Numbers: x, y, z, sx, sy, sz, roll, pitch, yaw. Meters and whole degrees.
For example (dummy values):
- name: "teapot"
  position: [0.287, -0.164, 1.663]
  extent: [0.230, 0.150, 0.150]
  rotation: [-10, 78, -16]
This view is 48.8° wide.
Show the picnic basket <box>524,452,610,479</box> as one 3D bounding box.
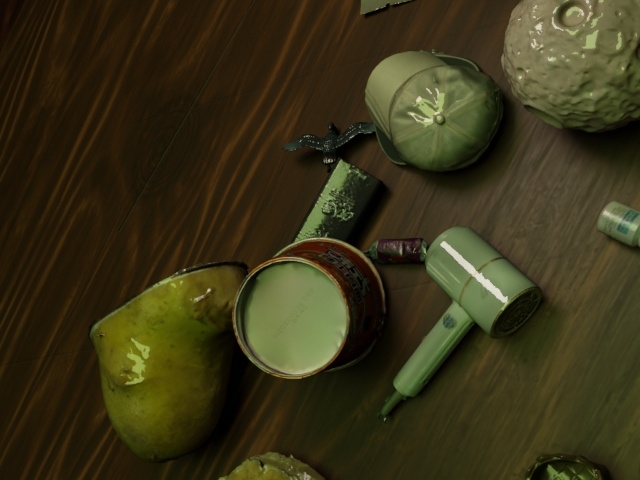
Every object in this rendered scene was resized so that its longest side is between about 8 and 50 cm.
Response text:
- name: "picnic basket"
  position: [0.324, 0.356, 0.941]
  extent: [0.128, 0.179, 0.137]
  rotation: [-5, 74, 33]

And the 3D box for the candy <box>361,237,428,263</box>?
- name: "candy"
  position: [0.144, 0.019, 1.252]
  extent: [0.175, 0.045, 0.043]
  rotation: [0, 62, 34]

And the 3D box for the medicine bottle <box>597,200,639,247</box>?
- name: "medicine bottle"
  position: [0.458, -0.019, 1.037]
  extent: [0.089, 0.052, 0.052]
  rotation: [33, 96, 36]

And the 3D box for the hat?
- name: "hat"
  position: [0.182, -0.241, 1.236]
  extent: [0.232, 0.161, 0.275]
  rotation: [-47, 52, 10]

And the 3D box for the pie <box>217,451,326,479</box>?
- name: "pie"
  position: [-0.083, 0.540, 1.234]
  extent: [0.340, 0.083, 0.339]
  rotation: [-9, 74, 32]

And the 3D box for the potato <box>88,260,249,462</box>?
- name: "potato"
  position: [-0.248, 0.247, 1.345]
  extent: [0.397, 0.290, 0.295]
  rotation: [-26, 76, 25]

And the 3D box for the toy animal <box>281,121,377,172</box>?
- name: "toy animal"
  position: [0.023, -0.187, 1.385]
  extent: [0.220, 0.062, 0.107]
  rotation: [-7, 70, 20]

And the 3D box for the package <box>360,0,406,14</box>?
- name: "package"
  position: [0.162, -0.596, 1.420]
  extent: [0.204, 0.062, 0.250]
  rotation: [-8, 85, 33]

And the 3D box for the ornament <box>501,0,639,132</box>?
- name: "ornament"
  position: [0.391, -0.277, 1.037]
  extent: [0.259, 0.259, 0.225]
  rotation: [36, 97, 37]

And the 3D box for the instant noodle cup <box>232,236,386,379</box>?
- name: "instant noodle cup"
  position: [-0.023, 0.121, 1.197]
  extent: [0.251, 0.192, 0.250]
  rotation: [1, 92, 14]

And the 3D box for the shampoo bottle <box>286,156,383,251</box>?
- name: "shampoo bottle"
  position: [0.001, 0.001, 1.328]
  extent: [0.098, 0.071, 0.309]
  rotation: [29, 96, 0]

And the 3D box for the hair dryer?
- name: "hair dryer"
  position: [0.185, 0.161, 1.159]
  extent: [0.357, 0.108, 0.173]
  rotation: [-55, 51, 17]
